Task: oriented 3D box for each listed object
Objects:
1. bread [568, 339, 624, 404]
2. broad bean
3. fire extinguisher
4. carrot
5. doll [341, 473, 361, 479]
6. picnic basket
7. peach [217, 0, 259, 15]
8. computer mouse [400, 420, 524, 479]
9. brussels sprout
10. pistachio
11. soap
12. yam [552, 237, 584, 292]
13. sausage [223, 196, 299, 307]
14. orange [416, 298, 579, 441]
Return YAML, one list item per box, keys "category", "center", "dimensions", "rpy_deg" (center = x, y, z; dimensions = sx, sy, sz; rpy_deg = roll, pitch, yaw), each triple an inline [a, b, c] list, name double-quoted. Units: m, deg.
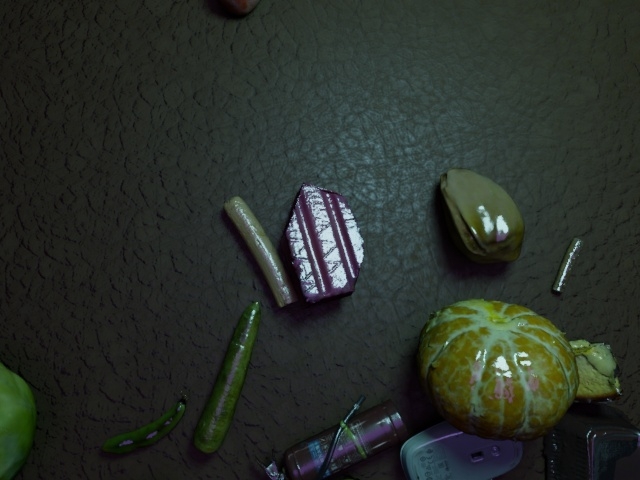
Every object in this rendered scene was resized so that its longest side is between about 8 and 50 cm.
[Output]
- category: "bread"
  center: [0.599, 0.301, 1.034]
  dimensions: [0.169, 0.160, 0.140]
  rpy_deg: [-8, 83, -3]
- category: "broad bean"
  center: [-0.400, 0.439, 1.045]
  dimensions: [0.227, 0.039, 0.069]
  rpy_deg: [-35, 91, -7]
- category: "fire extinguisher"
  center: [0.024, 0.468, 1.025]
  dimensions: [0.342, 0.105, 0.141]
  rpy_deg: [-23, 67, -5]
- category: "carrot"
  center: [-0.208, 0.316, 1.054]
  dimensions: [0.074, 0.074, 0.358]
  rpy_deg: [19, 80, 1]
- category: "doll"
  center: [0.107, 0.618, 0.998]
  dimensions: [0.249, 0.127, 0.088]
  rpy_deg: [37, 102, -1]
- category: "picnic basket"
  center: [0.645, 0.537, 1.021]
  dimensions: [0.223, 0.129, 0.296]
  rpy_deg: [3, 81, 0]
- category: "peach"
  center: [-0.221, -0.675, 1.146]
  dimensions: [0.152, 0.152, 0.151]
  rpy_deg: [0, 82, -2]
- category: "computer mouse"
  center: [0.326, 0.475, 1.034]
  dimensions: [0.289, 0.097, 0.159]
  rpy_deg: [-19, 103, 3]
- category: "brussels sprout"
  center: [-0.769, 0.397, 0.924]
  dimensions: [0.345, 0.268, 0.343]
  rpy_deg: [-1, 82, 5]
- category: "pistachio"
  center: [0.391, -0.067, 1.088]
  dimensions: [0.213, 0.163, 0.260]
  rpy_deg: [11, 57, -38]
- category: "soap"
  center: [0.000, 0.000, 1.067]
  dimensions: [0.182, 0.112, 0.289]
  rpy_deg: [-14, 77, -16]
- category: "yam"
  center: [0.625, 0.064, 1.131]
  dimensions: [0.032, 0.032, 0.145]
  rpy_deg: [26, 83, 2]
- category: "sausage"
  center: [-0.146, 0.026, 1.098]
  dimensions: [0.066, 0.066, 0.301]
  rpy_deg: [-29, 86, -5]
- category: "orange"
  center: [0.369, 0.271, 0.960]
  dimensions: [0.330, 0.329, 0.249]
  rpy_deg: [-3, 120, -2]
